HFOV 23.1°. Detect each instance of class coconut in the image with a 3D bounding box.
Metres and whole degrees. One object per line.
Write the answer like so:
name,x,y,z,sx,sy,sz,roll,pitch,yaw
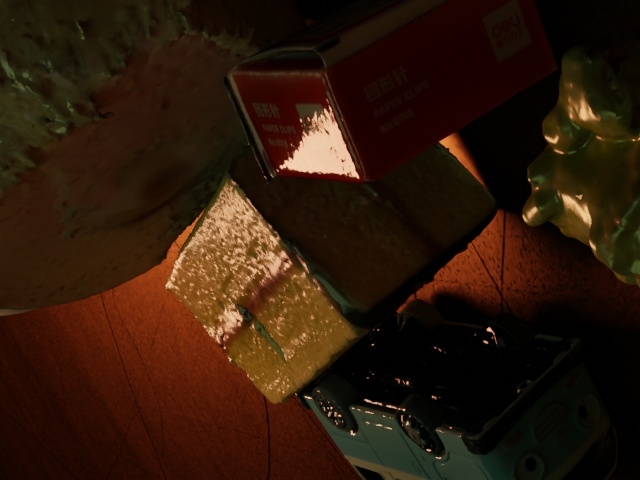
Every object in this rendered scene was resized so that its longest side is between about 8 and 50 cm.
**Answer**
coconut,-0.229,-0.170,1.242,0.404,0.404,0.405,39,148,31

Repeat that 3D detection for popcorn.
popcorn,0.198,-0.048,0.920,0.173,0.142,0.174,0,91,37

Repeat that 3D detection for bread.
bread,-0.002,0.002,1.279,0.168,0.163,0.264,48,154,3

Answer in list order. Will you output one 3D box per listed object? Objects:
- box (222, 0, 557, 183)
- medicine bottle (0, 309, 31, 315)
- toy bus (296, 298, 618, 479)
box,0.046,-0.119,1.066,0.133,0.182,0.099,7,124,60
medicine bottle,-0.351,-0.075,1.695,0.238,0.238,0.232,30,143,41
toy bus,0.121,0.155,1.286,0.271,0.133,0.165,5,130,60
